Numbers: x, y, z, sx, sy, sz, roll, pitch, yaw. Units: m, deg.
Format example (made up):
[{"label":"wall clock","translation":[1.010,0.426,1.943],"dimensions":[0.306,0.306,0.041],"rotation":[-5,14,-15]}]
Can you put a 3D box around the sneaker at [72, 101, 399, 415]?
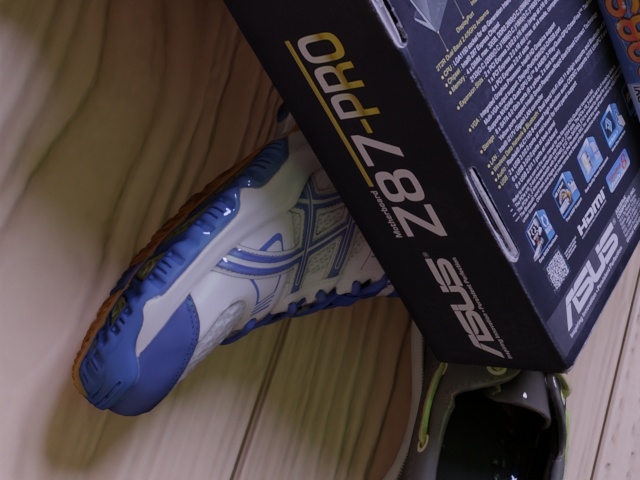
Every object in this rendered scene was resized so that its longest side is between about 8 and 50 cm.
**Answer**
[{"label":"sneaker","translation":[0.000,0.000,0.574],"dimensions":[0.131,0.112,0.296],"rotation":[49,66,-13]}]

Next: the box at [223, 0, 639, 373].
[{"label":"box","translation":[0.122,-0.176,0.572],"dimensions":[0.395,0.097,0.318],"rotation":[-52,125,-32]}]

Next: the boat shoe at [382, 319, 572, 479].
[{"label":"boat shoe","translation":[0.103,0.104,0.622],"dimensions":[0.109,0.091,0.305],"rotation":[26,73,-22]}]

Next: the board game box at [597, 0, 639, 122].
[{"label":"board game box","translation":[0.187,-0.152,0.543],"dimensions":[0.136,0.035,0.201],"rotation":[-46,120,-36]}]
